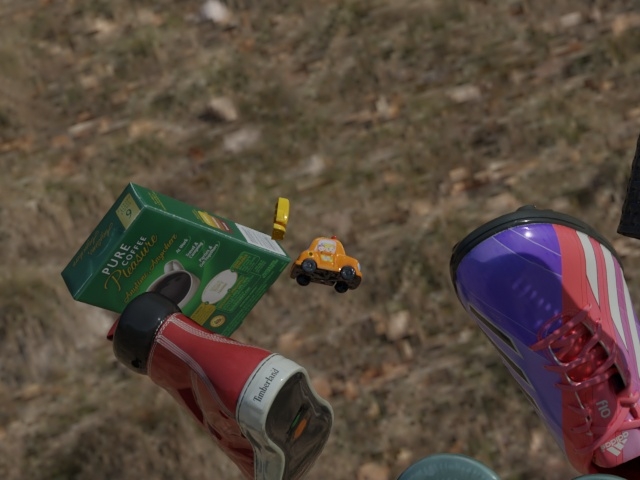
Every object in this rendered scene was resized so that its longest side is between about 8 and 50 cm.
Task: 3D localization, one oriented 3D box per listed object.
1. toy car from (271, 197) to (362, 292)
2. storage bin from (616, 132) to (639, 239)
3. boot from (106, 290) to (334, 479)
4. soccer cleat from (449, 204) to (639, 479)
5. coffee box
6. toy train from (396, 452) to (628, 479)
[{"bbox_3d":[0.000,0.000,1.168,0.060,0.040,0.122,3,-25,11],"label":"toy car"},{"bbox_3d":[0.271,-0.022,0.827,0.180,0.084,0.122,12,0,-17],"label":"storage bin"},{"bbox_3d":[-0.088,0.126,1.254,0.176,0.244,0.088,26,69,20],"label":"boot"},{"bbox_3d":[0.187,0.091,1.055,0.109,0.318,0.116,-25,50,13],"label":"soccer cleat"},{"bbox_3d":[-0.126,0.023,1.338,0.184,0.113,0.040,20,26,-44],"label":"coffee box"},{"bbox_3d":[0.140,0.229,0.810,0.334,0.190,0.142,7,7,14],"label":"toy train"}]
